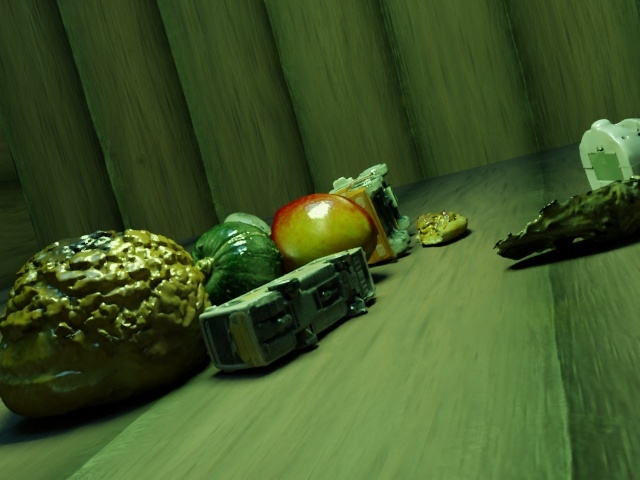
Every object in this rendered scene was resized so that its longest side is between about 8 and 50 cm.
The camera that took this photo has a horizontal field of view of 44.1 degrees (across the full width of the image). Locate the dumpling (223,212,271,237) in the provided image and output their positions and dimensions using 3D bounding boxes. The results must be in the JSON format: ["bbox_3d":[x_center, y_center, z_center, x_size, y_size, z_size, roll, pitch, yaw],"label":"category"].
[{"bbox_3d":[-0.242,-0.003,2.416,0.172,0.142,0.247,-51,21,-7],"label":"dumpling"}]

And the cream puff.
[{"bbox_3d":[-0.323,0.104,1.150,0.327,0.231,0.343,-5,11,40],"label":"cream puff"}]

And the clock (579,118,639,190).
[{"bbox_3d":[0.643,-0.168,1.479,0.253,0.189,0.189,-17,7,-7],"label":"clock"}]

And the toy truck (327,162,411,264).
[{"bbox_3d":[0.076,-0.045,1.758,0.206,0.173,0.387,-23,8,12],"label":"toy truck"}]

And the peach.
[{"bbox_3d":[0.000,0.000,1.461,0.197,0.197,0.197,-15,7,2],"label":"peach"}]

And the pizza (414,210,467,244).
[{"bbox_3d":[0.259,-0.034,1.725,0.127,0.058,0.246,-14,4,17],"label":"pizza"}]

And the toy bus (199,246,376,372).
[{"bbox_3d":[-0.035,0.091,1.169,0.138,0.097,0.342,-13,6,34],"label":"toy bus"}]

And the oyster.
[{"bbox_3d":[0.415,-0.022,1.252,0.294,0.094,0.166,-25,-12,0],"label":"oyster"}]

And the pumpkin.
[{"bbox_3d":[-0.144,0.058,1.313,0.146,0.190,0.190,21,-10,-25],"label":"pumpkin"}]
